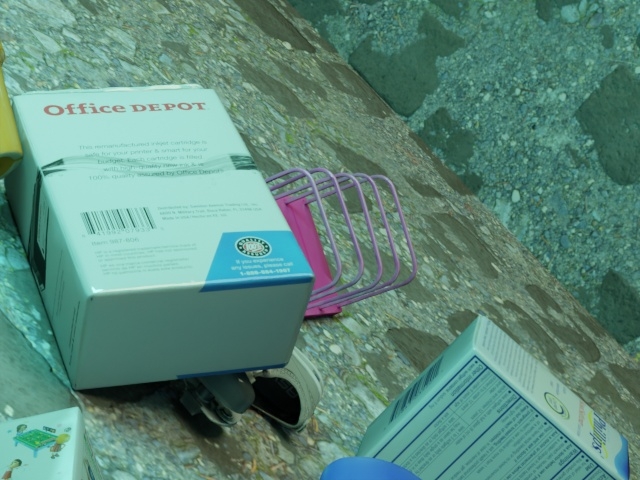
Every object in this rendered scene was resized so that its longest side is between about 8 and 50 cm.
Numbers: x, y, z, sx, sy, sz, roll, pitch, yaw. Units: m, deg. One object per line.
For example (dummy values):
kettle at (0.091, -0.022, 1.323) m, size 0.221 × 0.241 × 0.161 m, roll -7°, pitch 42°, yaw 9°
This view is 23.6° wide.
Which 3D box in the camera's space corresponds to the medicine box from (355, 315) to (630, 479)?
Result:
medicine box at (0.240, 0.305, 2.150) m, size 0.289 × 0.263 × 0.149 m, roll 41°, pitch 20°, yaw -3°

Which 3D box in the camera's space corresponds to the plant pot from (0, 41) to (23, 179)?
plant pot at (-0.469, -0.159, 1.907) m, size 0.188 × 0.205 × 0.205 m, roll 63°, pitch 23°, yaw 9°

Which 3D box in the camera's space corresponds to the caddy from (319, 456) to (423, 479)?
caddy at (0.079, 0.401, 1.679) m, size 0.341 × 0.241 × 0.179 m, roll 37°, pitch 16°, yaw -14°

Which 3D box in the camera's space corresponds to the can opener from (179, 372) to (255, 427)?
can opener at (-0.184, 0.122, 1.975) m, size 0.283 × 0.095 × 0.076 m, roll 50°, pitch 20°, yaw 21°

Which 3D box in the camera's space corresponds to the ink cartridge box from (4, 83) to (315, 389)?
ink cartridge box at (-0.217, -0.016, 1.940) m, size 0.285 × 0.166 × 0.395 m, roll -4°, pitch 42°, yaw -24°

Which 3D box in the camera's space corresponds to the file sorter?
file sorter at (0.000, 0.000, 2.363) m, size 0.291 × 0.182 × 0.202 m, roll -1°, pitch 71°, yaw -63°

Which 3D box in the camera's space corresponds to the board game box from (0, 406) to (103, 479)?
board game box at (-0.225, 0.325, 1.309) m, size 0.303 × 0.097 × 0.224 m, roll -99°, pitch 175°, yaw -59°

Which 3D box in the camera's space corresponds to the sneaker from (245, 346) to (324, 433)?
sneaker at (-0.101, 0.148, 2.057) m, size 0.281 × 0.105 × 0.115 m, roll 39°, pitch 21°, yaw -16°
